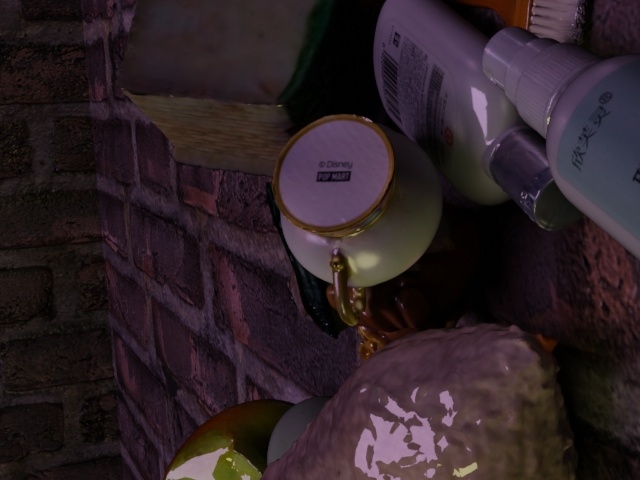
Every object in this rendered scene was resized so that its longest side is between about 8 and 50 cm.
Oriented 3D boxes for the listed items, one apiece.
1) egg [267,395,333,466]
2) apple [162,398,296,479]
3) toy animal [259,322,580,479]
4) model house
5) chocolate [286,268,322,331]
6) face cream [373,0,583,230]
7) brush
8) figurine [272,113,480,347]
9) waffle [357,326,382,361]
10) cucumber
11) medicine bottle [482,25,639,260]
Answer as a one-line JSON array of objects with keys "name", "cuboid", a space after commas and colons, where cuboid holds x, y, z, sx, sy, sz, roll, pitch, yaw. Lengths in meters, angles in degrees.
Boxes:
[{"name": "egg", "cuboid": [0.023, 0.261, 1.148, 0.192, 0.149, 0.149, 50, 145, 28]}, {"name": "apple", "cuboid": [-0.079, 0.323, 1.307, 0.226, 0.246, 0.246, -60, 41, 46]}, {"name": "toy animal", "cuboid": [0.101, 0.199, 0.874, 0.226, 0.188, 0.358, 44, 134, 9]}, {"name": "model house", "cuboid": [-0.065, -0.224, 1.173, 0.284, 0.243, 0.298, 69, -148, -67]}, {"name": "chocolate", "cuboid": [0.015, -0.005, 1.177, 0.102, 0.065, 0.329, 47, 148, 21]}, {"name": "face cream", "cuboid": [0.127, -0.106, 0.869, 0.291, 0.071, 0.144, -124, 24, -52]}, {"name": "brush", "cuboid": [0.137, -0.218, 0.896, 0.314, 0.017, 0.090, -142, 51, -62]}, {"name": "figurine", "cuboid": [0.055, 0.000, 0.899, 0.263, 0.142, 0.189, 48, -127, -58]}, {"name": "waffle", "cuboid": [0.084, 0.114, 1.100, 0.191, 0.038, 0.191, 173, 90, -70]}, {"name": "cucumber", "cuboid": [0.000, 0.000, 1.033, 0.086, 0.115, 0.193, 3, 127, 28]}, {"name": "medicine bottle", "cuboid": [0.204, -0.053, 0.637, 0.352, 0.110, 0.110, -126, 35, -52]}]
